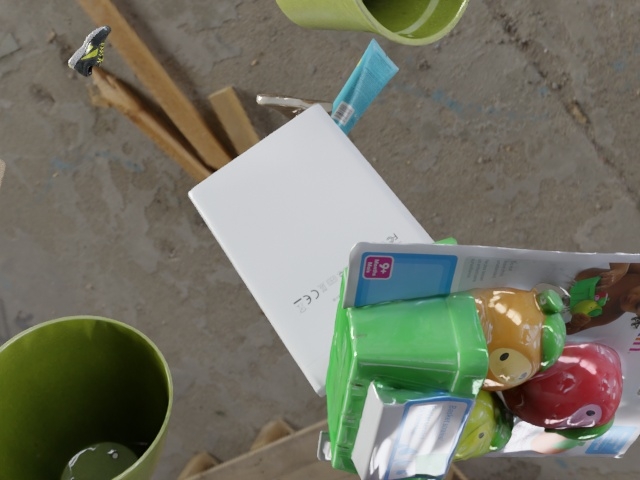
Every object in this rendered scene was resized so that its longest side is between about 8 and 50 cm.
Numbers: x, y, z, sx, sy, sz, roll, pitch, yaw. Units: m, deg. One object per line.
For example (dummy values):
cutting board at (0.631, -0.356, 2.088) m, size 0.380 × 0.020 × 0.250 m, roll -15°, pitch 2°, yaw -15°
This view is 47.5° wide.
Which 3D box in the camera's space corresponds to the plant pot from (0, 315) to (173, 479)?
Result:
plant pot at (-0.354, 0.307, 1.101) m, size 0.275 × 0.274 × 0.293 m, roll 21°, pitch 142°, yaw 10°

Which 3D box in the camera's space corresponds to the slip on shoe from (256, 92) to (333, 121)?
slip on shoe at (-0.040, -0.206, 1.152) m, size 0.051 × 0.135 × 0.041 m, roll 28°, pitch 112°, yaw 47°

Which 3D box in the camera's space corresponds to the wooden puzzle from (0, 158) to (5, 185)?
wooden puzzle at (-0.703, -0.056, 1.163) m, size 0.322 × 0.347 × 0.080 m, roll 22°, pitch 132°, yaw -31°

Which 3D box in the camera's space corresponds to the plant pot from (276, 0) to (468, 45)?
plant pot at (0.059, -0.436, 1.144) m, size 0.254 × 0.276 × 0.276 m, roll 11°, pitch 131°, yaw 52°

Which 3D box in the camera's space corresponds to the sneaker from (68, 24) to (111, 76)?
sneaker at (-0.317, -0.266, 1.024) m, size 0.035 × 0.031 × 0.083 m, roll 44°, pitch 110°, yaw -9°

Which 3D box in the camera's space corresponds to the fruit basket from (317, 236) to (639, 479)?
fruit basket at (0.184, 0.136, 0.698) m, size 0.353 × 0.165 × 0.327 m, roll 6°, pitch 133°, yaw -2°

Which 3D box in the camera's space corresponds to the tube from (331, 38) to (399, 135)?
tube at (0.073, -0.278, 1.364) m, size 0.080 × 0.207 × 0.052 m, roll 45°, pitch 158°, yaw -30°

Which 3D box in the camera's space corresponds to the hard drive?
hard drive at (0.000, 0.000, 0.986) m, size 0.353 × 0.233 × 0.047 m, roll 54°, pitch 177°, yaw 26°
